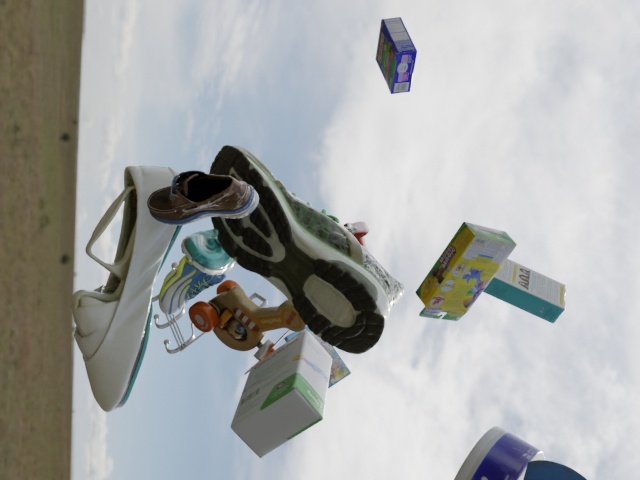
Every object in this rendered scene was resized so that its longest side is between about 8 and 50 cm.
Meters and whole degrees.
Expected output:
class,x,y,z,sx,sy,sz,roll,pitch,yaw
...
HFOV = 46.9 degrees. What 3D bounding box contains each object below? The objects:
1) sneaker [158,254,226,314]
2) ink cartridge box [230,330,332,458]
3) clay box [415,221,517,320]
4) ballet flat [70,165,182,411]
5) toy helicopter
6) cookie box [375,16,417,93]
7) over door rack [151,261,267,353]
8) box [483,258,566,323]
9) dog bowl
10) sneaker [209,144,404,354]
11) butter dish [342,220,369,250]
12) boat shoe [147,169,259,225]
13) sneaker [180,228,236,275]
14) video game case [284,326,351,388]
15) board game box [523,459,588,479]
class,x,y,z,sx,sy,sz,roll,pitch,yaw
sneaker,-0.317,0.096,1.885,0.126,0.091,0.240,23,-100,47
ink cartridge box,-0.069,0.286,1.404,0.154,0.093,0.212,-36,-164,17
clay box,0.293,0.070,1.532,0.222,0.128,0.053,-58,-141,27
ballet flat,-0.322,0.064,1.170,0.139,0.139,0.400,-4,-112,70
toy helicopter,-0.152,0.216,1.853,0.355,0.140,0.234,-13,-71,44
cookie box,0.136,-0.335,1.334,0.091,0.040,0.107,95,-16,-49
over door rack,-0.327,0.152,2.089,0.108,0.324,0.239,44,-26,42
box,0.490,0.111,1.852,0.100,0.244,0.060,-63,178,-51
dog bowl,0.347,0.520,1.498,0.104,0.265,0.264,26,-62,31
sneaker,-0.022,0.000,1.210,0.410,0.182,0.158,48,-58,13
butter dish,0.036,0.047,1.363,0.118,0.160,0.160,61,4,-9
boat shoe,-0.179,-0.068,1.051,0.066,0.183,0.066,52,41,-49
sneaker,-0.181,-0.008,1.530,0.107,0.275,0.110,50,-58,11
video game case,-0.006,0.295,1.883,0.166,0.119,0.015,54,-49,12
board game box,0.435,0.462,1.338,0.133,0.033,0.168,20,-56,26
